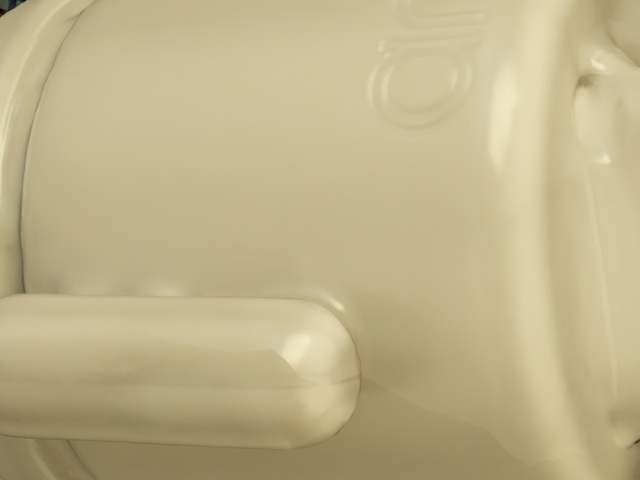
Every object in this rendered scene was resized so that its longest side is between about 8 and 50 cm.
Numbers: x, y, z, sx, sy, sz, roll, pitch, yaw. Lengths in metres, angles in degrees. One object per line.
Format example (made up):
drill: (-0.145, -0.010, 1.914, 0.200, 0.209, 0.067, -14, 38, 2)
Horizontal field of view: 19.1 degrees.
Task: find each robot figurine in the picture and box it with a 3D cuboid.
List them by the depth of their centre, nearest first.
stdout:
robot figurine: (0.000, 0.000, 0.664, 0.353, 0.199, 0.300, -3, 13, 25)

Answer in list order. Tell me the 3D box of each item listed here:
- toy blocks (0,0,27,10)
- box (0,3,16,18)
toy blocks: (-0.081, -0.207, 1.058, 0.381, 0.190, 0.261, 27, 54, 12)
box: (-0.301, -0.145, 1.141, 0.293, 0.057, 0.201, -1, 39, 12)
